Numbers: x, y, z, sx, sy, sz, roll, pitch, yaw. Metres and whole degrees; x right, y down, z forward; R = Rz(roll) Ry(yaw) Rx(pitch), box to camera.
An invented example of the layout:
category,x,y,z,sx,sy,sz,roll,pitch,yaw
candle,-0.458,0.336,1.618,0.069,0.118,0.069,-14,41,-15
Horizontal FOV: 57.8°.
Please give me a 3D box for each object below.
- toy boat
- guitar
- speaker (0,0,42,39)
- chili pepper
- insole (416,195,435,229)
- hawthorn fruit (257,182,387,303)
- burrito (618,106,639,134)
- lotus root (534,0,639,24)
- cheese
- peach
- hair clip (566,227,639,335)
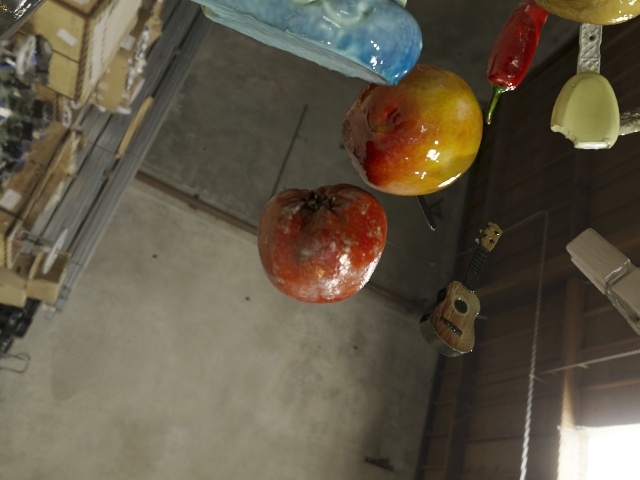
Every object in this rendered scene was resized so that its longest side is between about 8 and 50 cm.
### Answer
category,x,y,z,sx,sy,sz,roll,pitch,yaw
toy boat,-0.021,-0.311,0.751,0.215,0.329,0.123,-31,142,-80
guitar,0.236,0.067,0.933,0.038,0.084,0.271,-42,-168,53
speaker,-0.390,-0.471,0.844,0.388,0.180,0.184,-47,-131,-3
chili pepper,0.447,-0.437,1.282,0.091,0.137,0.368,21,-111,31
insole,0.300,-0.196,1.884,0.009,0.348,0.119,-24,179,23
hawthorn fruit,0.000,0.000,1.257,0.284,0.284,0.284,-55,-161,29
burrito,0.660,-0.255,1.272,0.051,0.171,0.042,65,-27,17
lotus root,0.421,-0.405,0.877,0.303,0.130,0.146,-126,-146,-61
cheese,0.531,-0.311,1.161,0.050,0.127,0.256,11,82,-76
peach,0.193,-0.237,1.253,0.332,0.308,0.308,-8,134,-59
hair clip,0.581,0.116,1.041,0.085,0.101,0.331,-42,-126,7
